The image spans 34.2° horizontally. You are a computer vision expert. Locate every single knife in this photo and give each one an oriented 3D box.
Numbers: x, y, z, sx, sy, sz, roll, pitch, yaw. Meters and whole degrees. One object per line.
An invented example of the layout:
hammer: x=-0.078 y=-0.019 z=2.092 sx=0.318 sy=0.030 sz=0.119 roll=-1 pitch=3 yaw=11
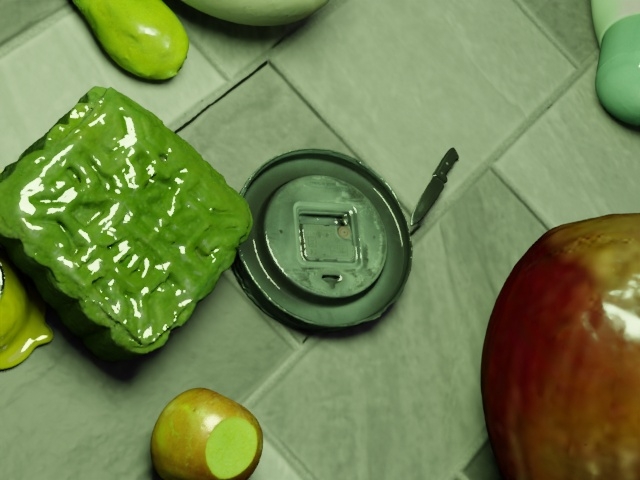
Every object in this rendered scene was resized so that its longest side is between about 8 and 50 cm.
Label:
knife: x=0.145 y=-0.068 z=1.319 sx=0.023 sy=0.010 sz=0.170 roll=43 pitch=46 yaw=-7

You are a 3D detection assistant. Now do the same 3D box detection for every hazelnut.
hazelnut: x=0.382 y=0.171 z=1.170 sx=0.420 sy=0.353 sz=0.421 roll=-3 pitch=105 yaw=-13

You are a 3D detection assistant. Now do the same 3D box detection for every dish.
dish: x=-0.363 y=0.052 z=1.038 sx=0.207 sy=0.080 sz=0.149 roll=20 pitch=64 yaw=-13

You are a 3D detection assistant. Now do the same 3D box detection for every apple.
apple: x=-0.118 y=0.209 z=1.069 sx=0.114 sy=0.099 sz=0.102 roll=44 pitch=66 yaw=-32

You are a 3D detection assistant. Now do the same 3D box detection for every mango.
mango: x=-0.226 y=-0.258 z=1.222 sx=0.165 sy=0.074 sz=0.091 roll=40 pitch=62 yaw=-4

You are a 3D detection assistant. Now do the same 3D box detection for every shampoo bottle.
shampoo bottle: x=0.487 y=-0.323 z=1.510 sx=0.221 sy=0.151 sz=0.350 roll=25 pitch=61 yaw=-19

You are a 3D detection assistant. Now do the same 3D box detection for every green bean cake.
green bean cake: x=-0.216 y=-0.021 z=1.088 sx=0.248 sy=0.125 sz=0.222 roll=44 pitch=60 yaw=-13

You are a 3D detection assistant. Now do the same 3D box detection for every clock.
clock: x=0.000 y=0.000 z=1.232 sx=0.226 sy=0.049 sz=0.226 roll=8 pitch=68 yaw=-19

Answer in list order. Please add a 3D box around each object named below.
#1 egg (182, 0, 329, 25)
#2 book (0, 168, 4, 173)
egg: x=-0.108 y=-0.410 z=1.220 sx=0.283 sy=0.283 sz=0.345 roll=-41 pitch=101 yaw=-30
book: x=-0.293 y=-0.050 z=1.144 sx=0.111 sy=0.014 sz=0.077 roll=-12 pitch=75 yaw=-26
